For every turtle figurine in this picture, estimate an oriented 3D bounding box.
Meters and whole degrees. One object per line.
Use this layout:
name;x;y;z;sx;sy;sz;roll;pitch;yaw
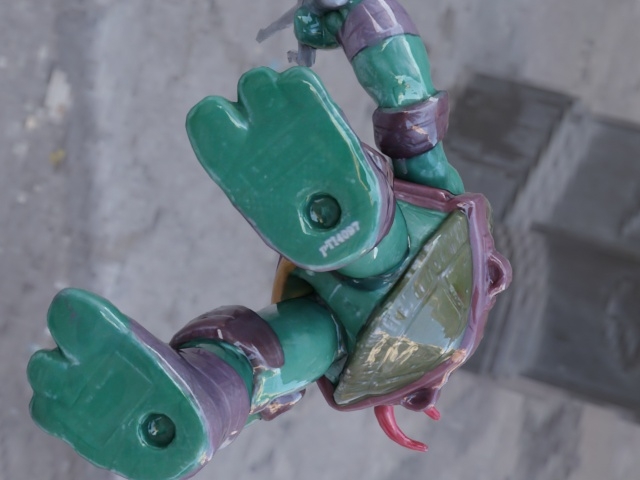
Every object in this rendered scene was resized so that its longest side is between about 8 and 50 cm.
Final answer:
turtle figurine;0.000;0.000;0.601;0.234;0.118;0.175;-23;133;-75
